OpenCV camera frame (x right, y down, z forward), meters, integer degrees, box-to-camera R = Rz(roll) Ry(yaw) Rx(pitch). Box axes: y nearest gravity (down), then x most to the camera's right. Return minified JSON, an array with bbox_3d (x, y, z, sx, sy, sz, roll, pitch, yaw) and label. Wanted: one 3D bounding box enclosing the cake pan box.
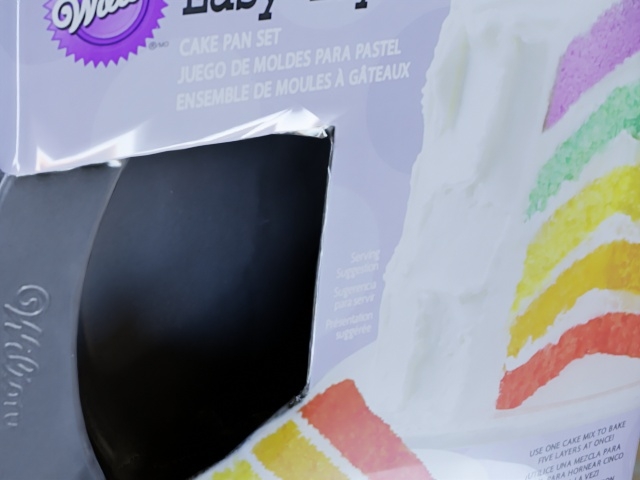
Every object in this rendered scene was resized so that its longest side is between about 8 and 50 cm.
[{"bbox_3d":[0.000,0.000,0.538,0.267,0.070,0.245,-10,116,-34],"label":"cake pan box"}]
